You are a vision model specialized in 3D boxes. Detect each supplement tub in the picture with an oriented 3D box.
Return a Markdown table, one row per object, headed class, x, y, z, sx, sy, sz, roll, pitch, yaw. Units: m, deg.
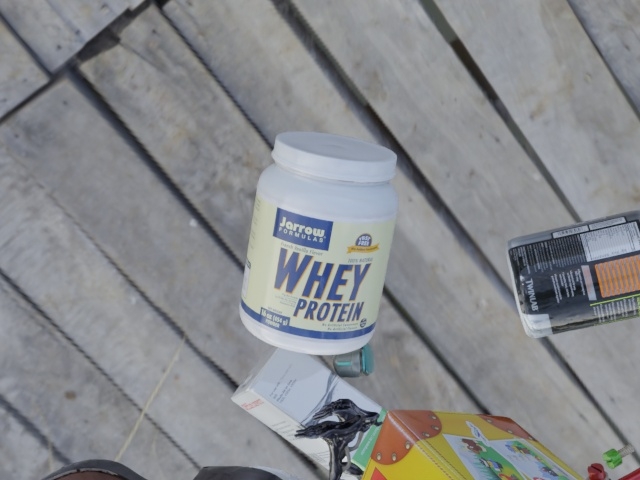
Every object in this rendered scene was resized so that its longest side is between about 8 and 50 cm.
| class | x | y | z | sx | sy | sz | roll | pitch | yaw |
| --- | --- | --- | --- | --- | --- | --- | --- | --- | --- |
| supplement tub | 0.000 | 0.000 | 1.605 | 0.236 | 0.235 | 0.324 | 9 | 107 | -2 |
| supplement tub | 0.510 | 0.056 | 1.773 | 0.316 | 0.193 | 0.193 | -13 | 115 | 12 |

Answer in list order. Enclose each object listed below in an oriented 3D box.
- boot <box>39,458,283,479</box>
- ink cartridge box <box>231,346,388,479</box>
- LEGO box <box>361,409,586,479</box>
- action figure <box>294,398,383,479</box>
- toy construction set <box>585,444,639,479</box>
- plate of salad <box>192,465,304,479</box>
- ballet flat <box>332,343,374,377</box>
| class | x | y | z | sx | sy | sz | roll | pitch | yaw |
| --- | --- | --- | --- | --- | --- | --- | --- | --- | --- |
| boot | -0.168 | 0.272 | 0.630 | 0.264 | 0.280 | 0.096 | -3 | 118 | 23 |
| ink cartridge box | -0.006 | 0.323 | 1.822 | 0.289 | 0.211 | 0.121 | 36 | 69 | -4 |
| LEGO box | 0.206 | 0.452 | 0.934 | 0.193 | 0.500 | 0.372 | 10 | 107 | -33 |
| action figure | 0.040 | 0.353 | 1.271 | 0.141 | 0.164 | 0.275 | -11 | 101 | 15 |
| toy construction set | 0.556 | 0.571 | 1.961 | 0.237 | 0.257 | 0.308 | -24 | 136 | -14 |
| plate of salad | -0.123 | 0.423 | 1.648 | 0.200 | 0.200 | 0.048 | 2 | 91 | 2 |
| ballet flat | 0.060 | 0.227 | 1.860 | 0.068 | 0.213 | 0.072 | -5 | 83 | 8 |
